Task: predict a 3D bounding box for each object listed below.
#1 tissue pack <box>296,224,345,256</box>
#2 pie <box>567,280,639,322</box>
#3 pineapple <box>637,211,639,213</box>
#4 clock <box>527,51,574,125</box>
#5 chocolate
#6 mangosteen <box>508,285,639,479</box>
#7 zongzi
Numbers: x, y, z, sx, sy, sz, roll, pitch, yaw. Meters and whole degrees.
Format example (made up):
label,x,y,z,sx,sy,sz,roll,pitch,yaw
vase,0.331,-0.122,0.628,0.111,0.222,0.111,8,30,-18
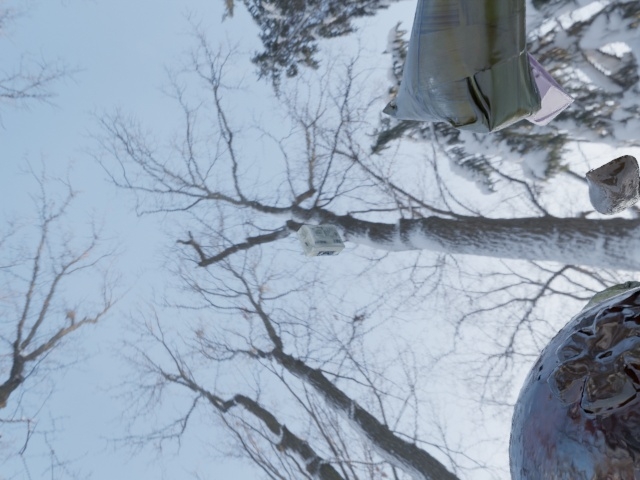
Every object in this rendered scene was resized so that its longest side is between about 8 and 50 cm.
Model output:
label,x,y,z,sx,sy,sz,roll,pitch,yaw
tissue pack,0.000,0.000,1.233,0.083,0.042,0.062,-1,-124,-40
pie,0.752,0.212,1.447,0.338,0.077,0.339,-3,-54,-5
pineapple,0.731,-0.095,1.173,0.169,0.340,0.169,-2,-102,7
clock,0.320,-0.339,1.123,0.080,0.290,0.275,-46,-112,27
chocolate,0.358,-0.062,0.733,0.064,0.101,0.031,-27,-126,14
mangosteen,0.326,0.196,0.480,0.359,0.306,0.306,43,-102,-11
zongzi,0.148,-0.275,0.788,0.123,0.289,0.260,-19,-67,-18
